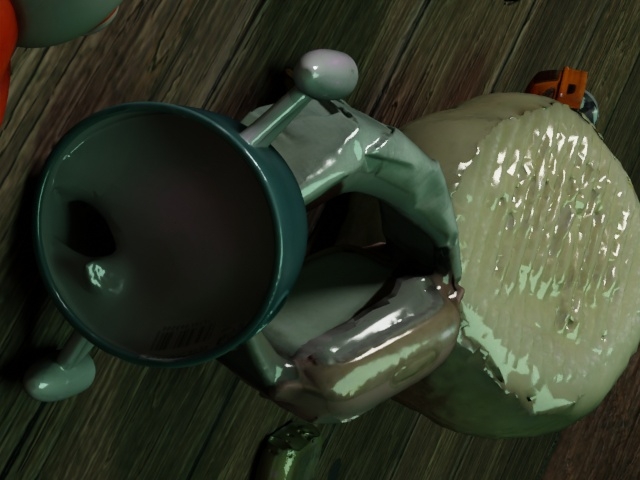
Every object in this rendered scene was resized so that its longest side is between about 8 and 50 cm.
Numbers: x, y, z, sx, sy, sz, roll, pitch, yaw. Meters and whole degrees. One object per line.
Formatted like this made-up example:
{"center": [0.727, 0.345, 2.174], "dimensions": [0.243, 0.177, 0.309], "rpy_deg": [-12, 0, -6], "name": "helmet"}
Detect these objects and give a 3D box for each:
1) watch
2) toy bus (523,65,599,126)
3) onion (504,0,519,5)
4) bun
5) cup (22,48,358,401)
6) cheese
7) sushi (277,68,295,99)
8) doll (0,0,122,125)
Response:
{"center": [0.000, 0.000, 1.303], "dimensions": [0.253, 0.161, 0.241], "rpy_deg": [-27, 131, -38], "name": "watch"}
{"center": [0.199, -0.034, 1.804], "dimensions": [0.143, 0.153, 0.329], "rpy_deg": [-59, 163, -69], "name": "toy bus"}
{"center": [0.136, -0.316, 1.307], "dimensions": [0.281, 0.221, 0.281], "rpy_deg": [-12, 90, -68], "name": "onion"}
{"center": [0.153, 0.027, 1.601], "dimensions": [0.359, 0.211, 0.360], "rpy_deg": [5, 82, -42], "name": "bun"}
{"center": [-0.083, -0.009, 1.085], "dimensions": [0.300, 0.167, 0.173], "rpy_deg": [-47, 174, 12], "name": "cup"}
{"center": [-0.044, 0.272, 1.616], "dimensions": [0.097, 0.037, 0.192], "rpy_deg": [-25, 131, -62], "name": "cheese"}
{"center": [-0.010, -0.116, 1.340], "dimensions": [0.099, 0.047, 0.050], "rpy_deg": [68, 41, -77], "name": "sushi"}
{"center": [-0.175, -0.128, 0.821], "dimensions": [0.336, 0.105, 0.200], "rpy_deg": [-52, 153, -25], "name": "doll"}
